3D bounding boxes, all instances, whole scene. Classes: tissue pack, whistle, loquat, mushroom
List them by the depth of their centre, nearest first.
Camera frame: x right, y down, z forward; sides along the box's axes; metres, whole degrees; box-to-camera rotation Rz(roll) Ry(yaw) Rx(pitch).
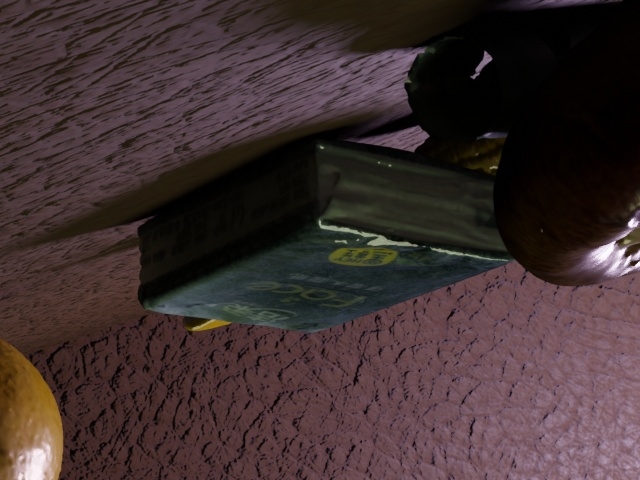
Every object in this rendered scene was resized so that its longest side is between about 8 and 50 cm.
[{"bbox_3d":[0.216,-0.049,0.867,0.267,0.254,0.267,-18,132,-21],"label":"mushroom"},{"bbox_3d":[0.158,-0.102,1.028,0.062,0.062,0.312,-21,176,37],"label":"whistle"},{"bbox_3d":[0.000,0.000,1.306,0.185,0.081,0.257,11,160,-33],"label":"tissue pack"},{"bbox_3d":[-0.367,0.211,1.616,0.274,0.275,0.275,-19,177,-1],"label":"loquat"}]

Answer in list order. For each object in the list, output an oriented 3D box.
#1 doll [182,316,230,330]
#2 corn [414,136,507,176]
[{"bbox_3d":[0.001,0.001,1.647,0.316,0.103,0.145,-23,177,-38],"label":"doll"},{"bbox_3d":[0.224,-0.094,1.315,0.319,0.097,0.097,-17,178,14],"label":"corn"}]
